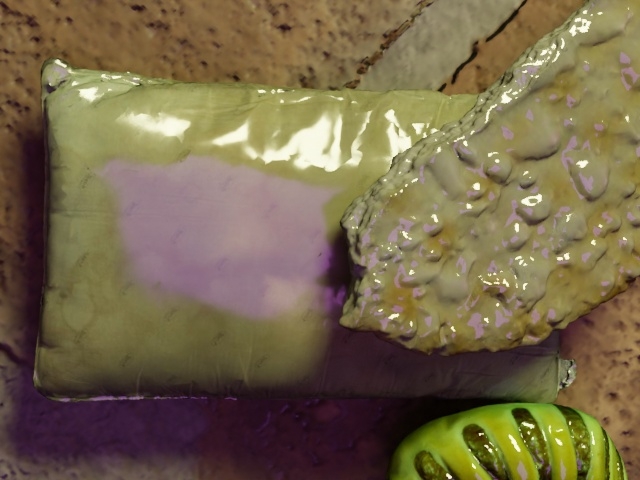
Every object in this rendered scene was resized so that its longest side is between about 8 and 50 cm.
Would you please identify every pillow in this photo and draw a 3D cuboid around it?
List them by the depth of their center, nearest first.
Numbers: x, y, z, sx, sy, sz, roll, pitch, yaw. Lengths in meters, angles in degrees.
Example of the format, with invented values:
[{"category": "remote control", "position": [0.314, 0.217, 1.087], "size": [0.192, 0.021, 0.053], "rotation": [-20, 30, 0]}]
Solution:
[{"category": "pillow", "position": [0.000, 0.000, 0.848], "size": [0.303, 0.075, 0.184], "rotation": [2, 101, -10]}]

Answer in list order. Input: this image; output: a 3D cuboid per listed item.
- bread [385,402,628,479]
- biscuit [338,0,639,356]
[{"category": "bread", "position": [0.108, 0.143, 0.893], "size": [0.130, 0.071, 0.139], "rotation": [-26, 142, 21]}, {"category": "biscuit", "position": [0.129, -0.037, 0.818], "size": [0.290, 0.038, 0.141], "rotation": [-45, 110, -9]}]
